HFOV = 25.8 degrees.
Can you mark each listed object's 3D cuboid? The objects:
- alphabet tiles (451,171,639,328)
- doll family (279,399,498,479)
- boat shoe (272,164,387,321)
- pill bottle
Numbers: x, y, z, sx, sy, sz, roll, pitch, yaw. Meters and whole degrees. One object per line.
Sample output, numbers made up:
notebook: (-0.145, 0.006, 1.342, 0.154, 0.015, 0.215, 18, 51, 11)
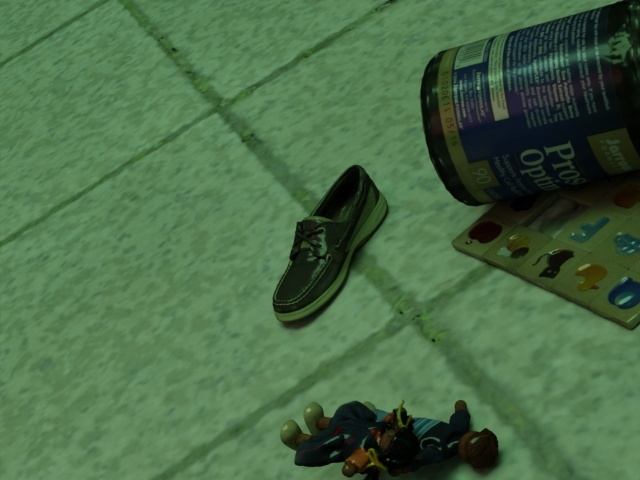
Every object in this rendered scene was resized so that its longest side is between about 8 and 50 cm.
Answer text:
alphabet tiles: (0.234, -0.025, 0.990, 0.198, 0.009, 0.237, -39, 32, -16)
doll family: (0.028, 0.145, 0.849, 0.111, 0.076, 0.193, -3, 37, 45)
boat shoe: (0.000, 0.000, 1.107, 0.056, 0.049, 0.152, -3, 40, 37)
pill bottle: (0.193, -0.104, 1.010, 0.219, 0.122, 0.122, -12, 35, 27)
